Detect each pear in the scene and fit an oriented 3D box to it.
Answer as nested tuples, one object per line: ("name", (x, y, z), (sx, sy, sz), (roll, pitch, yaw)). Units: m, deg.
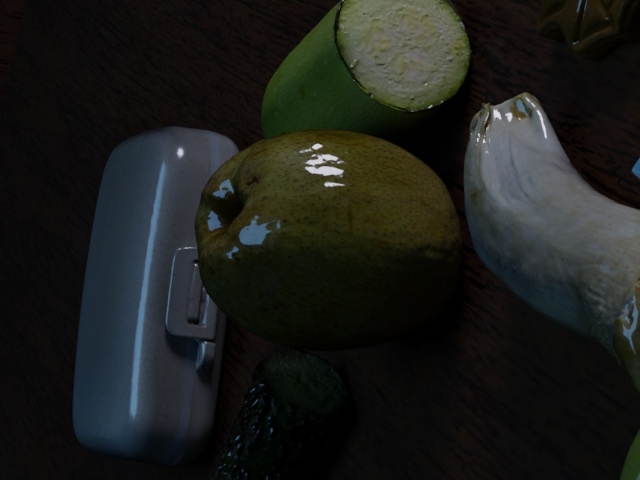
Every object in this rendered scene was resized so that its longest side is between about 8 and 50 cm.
("pear", (0.000, 0.000, 1.661), (0.228, 0.211, 0.188), (168, 106, -66))

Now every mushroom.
("mushroom", (0.185, 0.000, 1.388), (0.123, 0.095, 0.351), (-64, 28, 16))

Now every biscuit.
("biscuit", (0.217, -0.228, 1.471), (0.215, 0.034, 0.182), (123, 148, -43))

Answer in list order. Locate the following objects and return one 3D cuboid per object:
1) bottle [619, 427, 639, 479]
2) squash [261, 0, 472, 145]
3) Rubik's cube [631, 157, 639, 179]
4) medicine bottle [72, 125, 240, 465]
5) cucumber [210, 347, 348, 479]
("bottle", (0.242, 0.141, 1.171), (0.112, 0.112, 0.260), (-111, 37, -50))
("squash", (0.026, -0.134, 1.763), (0.247, 0.132, 0.132), (143, 132, -60))
("Rubik's cube", (0.258, -0.047, 1.263), (0.084, 0.073, 0.075), (-41, 47, 10))
("medicine bottle", (-0.188, 0.063, 2.189), (0.282, 0.123, 0.375), (-7, 74, 65))
("cucumber", (-0.071, 0.265, 1.892), (0.096, 0.096, 0.359), (-108, 33, -48))
